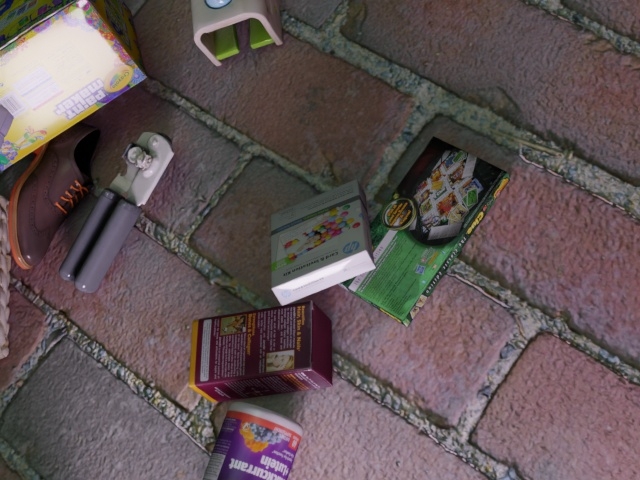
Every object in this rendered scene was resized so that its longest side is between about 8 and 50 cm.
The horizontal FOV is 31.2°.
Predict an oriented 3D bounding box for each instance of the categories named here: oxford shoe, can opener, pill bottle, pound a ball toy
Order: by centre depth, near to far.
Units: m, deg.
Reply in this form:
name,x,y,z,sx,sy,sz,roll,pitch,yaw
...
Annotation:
name,x,y,z,sx,sy,sz,roll,pitch,yaw
pill bottle,-0.102,0.322,1.524,0.108,0.108,0.193,10,71,27
can opener,-0.311,-0.045,1.815,0.074,0.093,0.280,31,88,28
oxford shoe,-0.433,-0.080,1.872,0.098,0.097,0.271,2,66,20
pound a ball toy,-0.120,-0.476,1.903,0.208,0.136,0.319,-16,61,16

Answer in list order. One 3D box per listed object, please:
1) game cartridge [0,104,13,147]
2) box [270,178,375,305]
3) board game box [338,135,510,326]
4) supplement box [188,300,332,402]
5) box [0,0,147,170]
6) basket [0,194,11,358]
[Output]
name,x,y,z,sx,sy,sz,roll,pitch,yaw
game cartridge,-0.634,-0.108,1.680,0.355,0.068,0.230,9,73,28
box,0.000,0.000,1.633,0.145,0.038,0.186,-22,34,13
board game box,0.142,-0.016,1.630,0.136,0.030,0.259,32,81,30
supplement box,-0.083,0.158,1.611,0.188,0.081,0.104,-10,62,19
box,-0.468,-0.316,1.901,0.290,0.177,0.279,-31,37,7
basket,-0.698,0.049,1.821,0.331,0.266,0.328,-15,61,15
